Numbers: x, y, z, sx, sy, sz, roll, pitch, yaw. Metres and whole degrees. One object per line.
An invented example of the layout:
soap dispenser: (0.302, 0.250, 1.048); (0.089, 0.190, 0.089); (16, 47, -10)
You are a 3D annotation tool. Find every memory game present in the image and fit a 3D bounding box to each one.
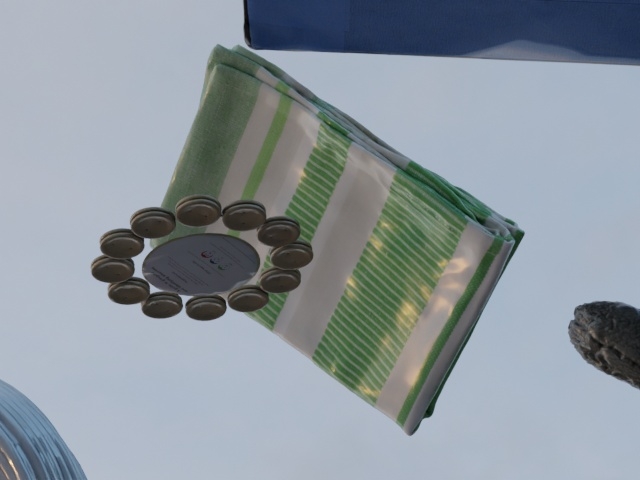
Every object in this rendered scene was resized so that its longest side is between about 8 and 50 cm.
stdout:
memory game: (-0.098, 0.017, 1.245); (0.186, 0.012, 0.186); (-6, -32, -4)

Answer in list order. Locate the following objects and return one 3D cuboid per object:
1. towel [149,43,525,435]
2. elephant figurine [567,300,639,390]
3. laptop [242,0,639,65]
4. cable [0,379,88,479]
towel: (0.000, 0.000, 1.343); (0.038, 0.325, 0.248); (-32, -29, -52)
elephant figurine: (0.231, 0.126, 0.687); (0.239, 0.169, 0.186); (35, -33, -9)
laptop: (0.139, -0.131, 0.745); (0.382, 0.408, 0.236); (2, -64, 1)
cable: (-0.279, 0.214, 1.036); (0.257, 0.257, 0.089); (-35, -13, 11)
